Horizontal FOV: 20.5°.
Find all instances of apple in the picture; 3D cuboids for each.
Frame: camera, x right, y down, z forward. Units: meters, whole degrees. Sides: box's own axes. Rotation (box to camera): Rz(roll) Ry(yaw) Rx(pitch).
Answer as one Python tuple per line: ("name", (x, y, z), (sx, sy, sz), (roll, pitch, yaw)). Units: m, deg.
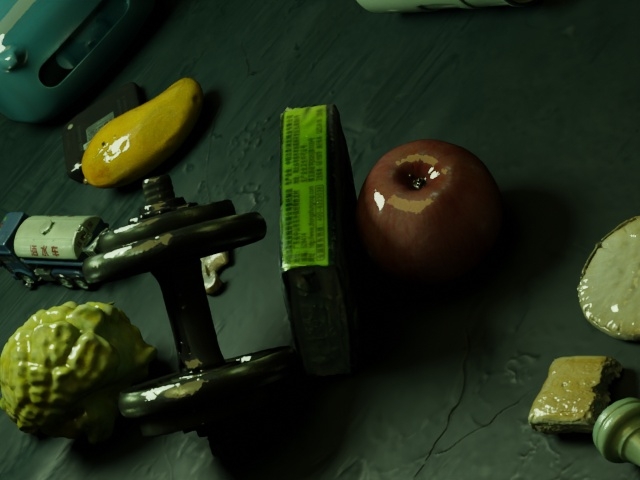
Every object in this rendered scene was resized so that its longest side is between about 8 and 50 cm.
("apple", (0.108, -0.030, 1.769), (0.153, 0.120, 0.153), (-13, 46, 14))

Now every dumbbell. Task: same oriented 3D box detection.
("dumbbell", (-0.130, 0.075, 1.788), (0.192, 0.192, 0.289), (-15, 89, 32))

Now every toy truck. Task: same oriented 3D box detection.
("toy truck", (-0.321, 0.010, 2.157), (0.202, 0.088, 0.074), (2, 57, 44))

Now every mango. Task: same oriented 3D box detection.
("mango", (-0.220, -0.129, 2.216), (0.190, 0.075, 0.098), (-37, 42, -2))

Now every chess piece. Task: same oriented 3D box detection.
("chess piece", (0.287, 0.192, 1.454), (0.059, 0.059, 0.149), (-43, 44, 1))

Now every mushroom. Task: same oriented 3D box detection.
("mushroom", (-0.126, 0.023, 2.022), (0.049, 0.019, 0.101), (-28, 40, 19))

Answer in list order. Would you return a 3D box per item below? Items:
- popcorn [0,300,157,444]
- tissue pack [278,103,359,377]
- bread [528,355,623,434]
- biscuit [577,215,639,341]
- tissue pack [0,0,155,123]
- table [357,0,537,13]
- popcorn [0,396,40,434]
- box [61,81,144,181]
("popcorn", (-0.264, 0.135, 1.935), (0.173, 0.173, 0.142), (-41, 45, 3))
("tissue pack", (0.000, 0.000, 1.803), (0.073, 0.173, 0.235), (-5, 45, 6))
("bread", (0.226, 0.137, 1.576), (0.070, 0.035, 0.083), (-9, 42, 37))
("biscuit", (0.302, 0.028, 1.622), (0.152, 0.020, 0.152), (-25, 41, 23))
("tissue pack", (-0.365, -0.302, 2.412), (0.287, 0.198, 0.206), (-46, 38, -8))
("table", (0.146, -0.325, 2.026), (0.220, 0.126, 0.126), (5, 57, 44))
("popcorn", (-0.325, 0.181, 2.019), (0.060, 0.068, 0.083), (26, 33, 28))
("box", (-0.285, -0.146, 2.328), (0.126, 0.027, 0.125), (-34, 37, 12))
